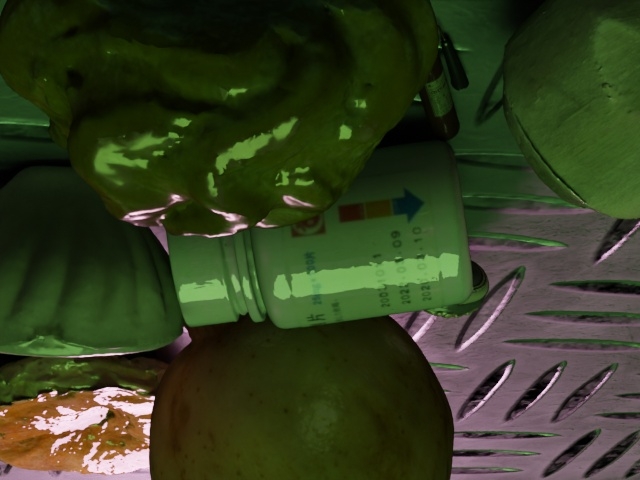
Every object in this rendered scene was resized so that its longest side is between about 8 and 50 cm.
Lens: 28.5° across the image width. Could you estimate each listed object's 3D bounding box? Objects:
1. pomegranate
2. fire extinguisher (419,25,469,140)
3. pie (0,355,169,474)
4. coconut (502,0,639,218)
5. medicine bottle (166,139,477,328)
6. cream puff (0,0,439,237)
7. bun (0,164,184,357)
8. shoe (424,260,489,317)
[{"bbox_3d":[-0.039,0.213,1.470,0.410,0.410,0.410,-4,150,-2],"label":"pomegranate"},{"bbox_3d":[0.110,-0.149,1.161,0.049,0.035,0.173,-9,153,12],"label":"fire extinguisher"},{"bbox_3d":[-0.310,0.237,1.704,0.339,0.083,0.339,-3,152,-2],"label":"pie"},{"bbox_3d":[0.274,-0.136,1.039,0.224,0.224,0.234,20,139,-37],"label":"coconut"},{"bbox_3d":[0.000,0.000,1.263,0.293,0.170,0.170,-8,150,3],"label":"medicine bottle"},{"bbox_3d":[-0.074,-0.108,0.970,0.323,0.274,0.270,-3,141,1],"label":"cream puff"},{"bbox_3d":[-0.262,0.012,1.263,0.263,0.175,0.263,6,-173,-1],"label":"bun"},{"bbox_3d":[0.117,0.025,1.421,0.180,0.089,0.092,6,136,-23],"label":"shoe"}]
